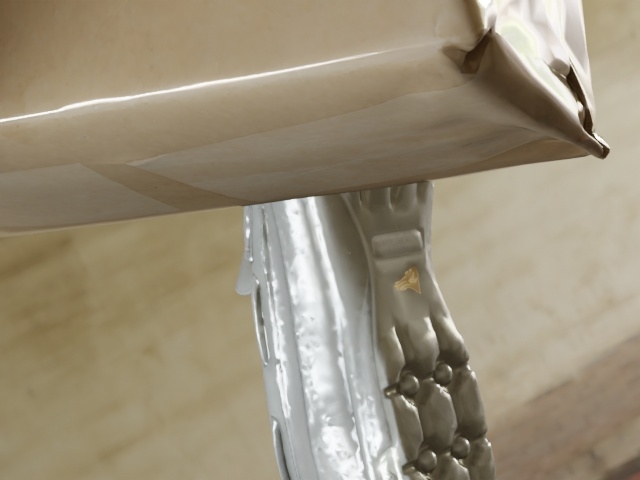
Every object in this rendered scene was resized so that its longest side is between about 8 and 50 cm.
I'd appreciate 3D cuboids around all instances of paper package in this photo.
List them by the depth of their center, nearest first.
[{"bbox_3d":[-0.063,-0.172,0.739,0.325,0.309,0.168,-8,-14,25],"label":"paper package"}]

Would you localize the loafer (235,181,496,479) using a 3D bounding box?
[{"bbox_3d":[0.000,0.000,0.859,0.111,0.319,0.112,-14,-9,41],"label":"loafer"}]
